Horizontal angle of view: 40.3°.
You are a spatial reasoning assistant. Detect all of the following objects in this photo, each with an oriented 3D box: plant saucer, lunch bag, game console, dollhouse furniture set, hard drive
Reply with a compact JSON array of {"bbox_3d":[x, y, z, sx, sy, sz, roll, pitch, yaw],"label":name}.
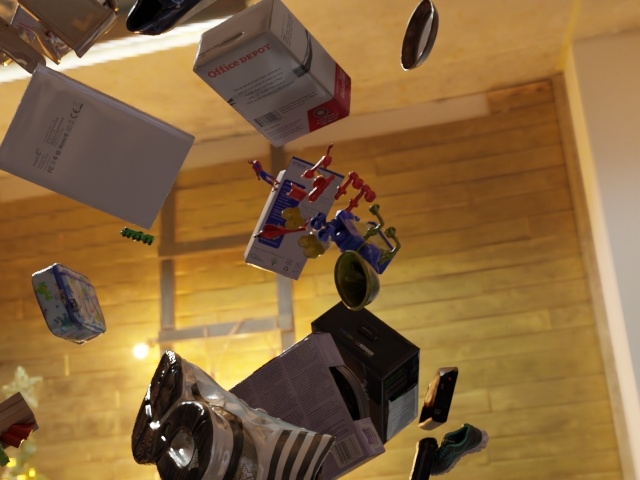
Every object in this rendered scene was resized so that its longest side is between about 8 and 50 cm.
[{"bbox_3d":[0.231,-0.469,2.003,0.029,0.169,0.168,12,-17,-15],"label":"plant saucer"},{"bbox_3d":[-0.611,0.152,2.130,0.090,0.176,0.219,-25,-18,2],"label":"lunch bag"},{"bbox_3d":[0.236,0.459,1.945,0.043,0.362,0.213,16,-16,4],"label":"game console"},{"bbox_3d":[-0.538,-0.427,1.927,0.303,0.173,0.355,-49,-5,-11],"label":"dollhouse furniture set"},{"bbox_3d":[-0.429,-0.174,1.668,0.318,0.210,0.040,24,10,-24],"label":"hard drive"}]

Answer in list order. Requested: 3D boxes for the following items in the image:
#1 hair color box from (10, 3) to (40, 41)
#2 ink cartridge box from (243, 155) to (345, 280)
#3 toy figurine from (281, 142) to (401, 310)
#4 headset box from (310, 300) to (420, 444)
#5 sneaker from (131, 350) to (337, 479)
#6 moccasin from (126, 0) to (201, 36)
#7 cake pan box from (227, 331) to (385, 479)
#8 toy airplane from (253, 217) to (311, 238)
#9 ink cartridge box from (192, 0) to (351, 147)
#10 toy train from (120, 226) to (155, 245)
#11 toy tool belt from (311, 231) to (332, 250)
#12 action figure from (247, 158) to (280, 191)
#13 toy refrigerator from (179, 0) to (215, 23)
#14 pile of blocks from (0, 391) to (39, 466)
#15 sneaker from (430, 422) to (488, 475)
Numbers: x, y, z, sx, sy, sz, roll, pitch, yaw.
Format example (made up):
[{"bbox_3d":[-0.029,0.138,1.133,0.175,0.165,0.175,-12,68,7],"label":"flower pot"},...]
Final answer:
[{"bbox_3d":[-0.798,-0.607,2.381,0.072,0.043,0.141,21,-31,-24],"label":"hair color box"},{"bbox_3d":[-0.073,-0.065,2.398,0.165,0.333,0.065,21,17,-16],"label":"ink cartridge box"},{"bbox_3d":[0.103,-0.004,1.756,0.217,0.363,0.191,23,-67,-41],"label":"toy figurine"},{"bbox_3d":[0.108,0.307,2.104,0.131,0.246,0.283,-34,-41,-27],"label":"headset box"},{"bbox_3d":[-0.134,0.315,1.359,0.257,0.169,0.447,23,-1,-22],"label":"sneaker"},{"bbox_3d":[-0.357,-0.595,2.101,0.116,0.138,0.342,-24,-15,-45],"label":"moccasin"},{"bbox_3d":[-0.037,0.331,1.598,0.267,0.246,0.070,-37,-21,24],"label":"cake pan box"},{"bbox_3d":[-0.091,-0.025,2.135,0.151,0.028,0.151,-14,-8,-2],"label":"toy airplane"},{"bbox_3d":[-0.093,-0.336,1.763,0.197,0.114,0.273,-20,-41,30],"label":"ink cartridge box"},{"bbox_3d":[-0.407,-0.011,1.943,0.083,0.024,0.017,18,-31,17],"label":"toy train"},{"bbox_3d":[0.000,0.000,1.912,0.052,0.051,0.083,-40,-1,6],"label":"toy tool belt"},{"bbox_3d":[-0.154,-0.177,2.305,0.030,0.115,0.038,-24,-31,-36],"label":"action figure"},{"bbox_3d":[-0.366,-0.706,2.467,0.269,0.102,0.094,-40,-30,-23],"label":"toy refrigerator"},{"bbox_3d":[-0.714,0.424,1.722,0.362,0.112,0.149,-11,-49,-42],"label":"pile of blocks"},{"bbox_3d":[0.286,0.456,1.929,0.166,0.065,0.076,-39,-53,12],"label":"sneaker"}]
